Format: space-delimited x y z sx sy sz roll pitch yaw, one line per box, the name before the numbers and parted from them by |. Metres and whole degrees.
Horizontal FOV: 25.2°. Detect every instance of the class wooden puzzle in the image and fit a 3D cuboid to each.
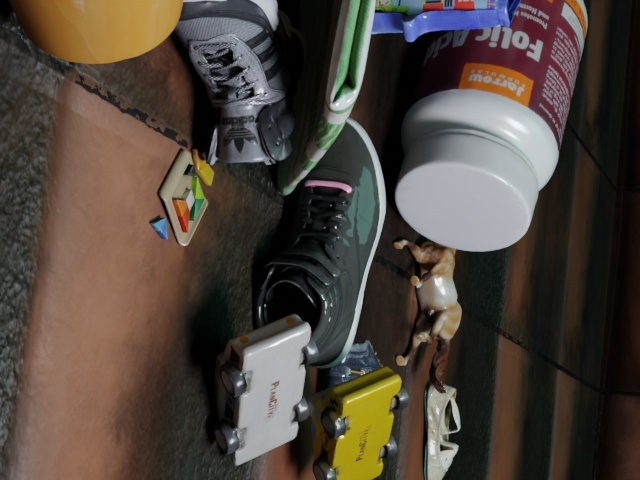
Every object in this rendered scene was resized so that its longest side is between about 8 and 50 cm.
wooden puzzle | -0.132 -0.042 1.407 0.078 0.014 0.116 66 35 -48

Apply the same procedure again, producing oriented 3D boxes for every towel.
towel | 0.005 -0.201 1.489 0.325 0.038 0.247 139 -40 -74

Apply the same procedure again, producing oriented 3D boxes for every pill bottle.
pill bottle | 0.239 -0.193 2.028 0.224 0.224 0.392 67 33 -47

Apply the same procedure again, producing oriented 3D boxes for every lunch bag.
lunch bag | 0.150 -0.353 1.788 0.138 0.221 0.293 72 30 -41

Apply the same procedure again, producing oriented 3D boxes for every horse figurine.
horse figurine | 0.164 0.083 2.087 0.174 0.066 0.263 -21 110 -60

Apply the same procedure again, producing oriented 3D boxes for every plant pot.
plant pot | -0.172 -0.243 1.070 0.188 0.205 0.205 90 17 -49

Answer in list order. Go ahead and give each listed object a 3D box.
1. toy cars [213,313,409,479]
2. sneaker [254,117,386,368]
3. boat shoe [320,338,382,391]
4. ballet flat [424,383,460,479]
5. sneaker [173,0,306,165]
toy cars | -0.020 0.173 1.569 0.176 0.087 0.394 -45 146 7
sneaker | 0.000 0.000 1.613 0.147 0.105 0.295 10 88 -73
boat shoe | 0.056 0.163 1.825 0.183 0.065 0.083 2 92 -67
ballet flat | 0.186 0.300 2.179 0.057 0.052 0.168 -29 120 -65
sneaker | -0.082 -0.156 1.389 0.268 0.101 0.153 29 61 -69
